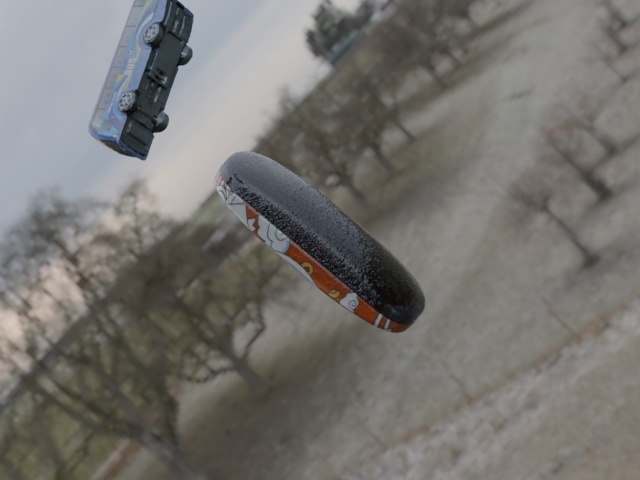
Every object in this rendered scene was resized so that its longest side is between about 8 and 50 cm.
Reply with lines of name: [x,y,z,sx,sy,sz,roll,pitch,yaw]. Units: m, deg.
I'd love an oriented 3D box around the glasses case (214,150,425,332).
glasses case: [0.000,0.000,1.486,0.067,0.267,0.103,-53,-6,21]

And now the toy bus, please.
toy bus: [-0.164,-0.151,1.274,0.061,0.051,0.153,8,74,37]
